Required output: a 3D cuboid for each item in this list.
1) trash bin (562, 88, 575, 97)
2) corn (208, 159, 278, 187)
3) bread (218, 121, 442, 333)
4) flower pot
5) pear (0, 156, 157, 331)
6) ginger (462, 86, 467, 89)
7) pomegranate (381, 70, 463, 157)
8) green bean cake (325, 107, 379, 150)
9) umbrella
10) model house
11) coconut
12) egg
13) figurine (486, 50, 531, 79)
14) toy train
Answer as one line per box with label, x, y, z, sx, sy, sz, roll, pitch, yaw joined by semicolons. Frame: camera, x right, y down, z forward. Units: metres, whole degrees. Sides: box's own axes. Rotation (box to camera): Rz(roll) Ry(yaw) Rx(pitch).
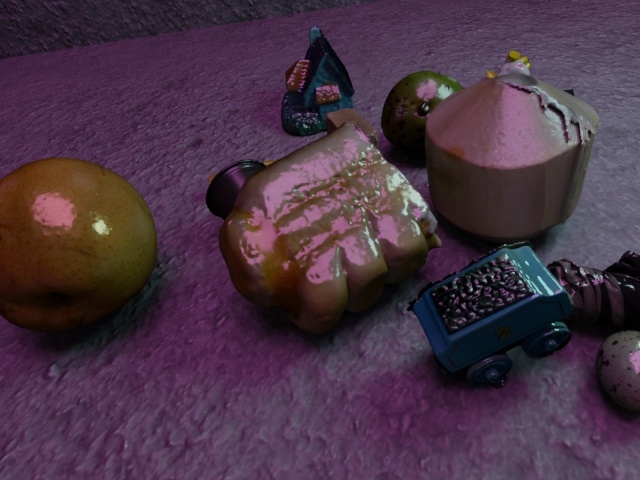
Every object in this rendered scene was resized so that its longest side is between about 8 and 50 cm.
trash bin;0.493;-0.278;1.097;0.225;0.115;0.165;2;42;18
corn;-0.173;-0.152;1.097;0.206;0.067;0.067;-11;40;-1
bread;0.000;0.000;0.780;0.341;0.210;0.300;-35;68;-19
flower pot;-0.150;-0.077;0.952;0.157;0.157;0.107;-26;57;-19
pear;-0.447;0.006;0.797;0.314;0.314;0.314;-5;40;4
ginger;0.407;-0.401;1.291;0.096;0.067;0.165;-9;27;0
pomegranate;0.263;-0.306;1.120;0.211;0.211;0.263;8;8;19
green bean cake;0.080;-0.252;1.136;0.085;0.109;0.179;-17;40;-9
umbrella;0.512;0.101;0.645;0.358;0.113;0.106;13;59;16
model house;-0.021;-0.480;1.330;0.226;0.241;0.261;-8;40;-2
coconut;0.346;-0.164;0.839;0.323;0.323;0.323;-5;40;4
egg;0.412;0.171;0.590;0.085;0.085;0.110;6;46;18
figurine;0.565;-0.489;1.358;0.130;0.109;0.178;-15;32;36
toy train;0.236;0.105;0.616;0.203;0.163;0.112;-33;42;11
